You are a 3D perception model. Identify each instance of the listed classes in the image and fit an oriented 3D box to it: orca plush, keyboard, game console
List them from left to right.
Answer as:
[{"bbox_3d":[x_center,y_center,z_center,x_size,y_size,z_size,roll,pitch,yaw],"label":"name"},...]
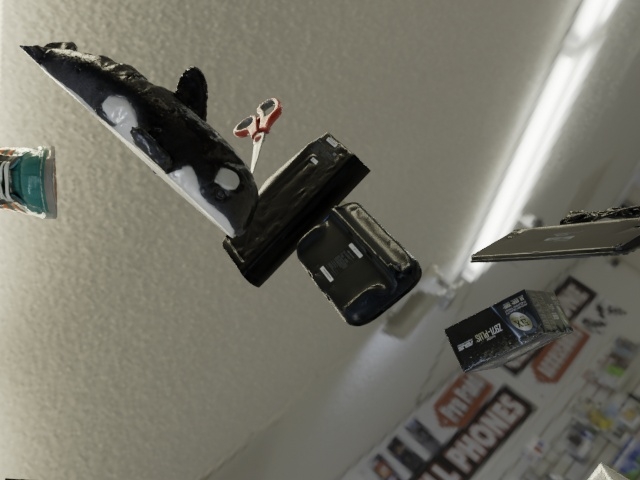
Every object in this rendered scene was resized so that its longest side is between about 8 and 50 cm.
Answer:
[{"bbox_3d":[-0.157,-0.131,0.950,0.102,0.287,0.151,-48,-24,-7],"label":"orca plush"},{"bbox_3d":[0.000,0.000,1.175,0.213,0.361,0.044,-46,-57,4],"label":"game console"},{"bbox_3d":[0.389,-0.006,1.430,0.201,0.033,0.317,-27,11,-29],"label":"keyboard"}]

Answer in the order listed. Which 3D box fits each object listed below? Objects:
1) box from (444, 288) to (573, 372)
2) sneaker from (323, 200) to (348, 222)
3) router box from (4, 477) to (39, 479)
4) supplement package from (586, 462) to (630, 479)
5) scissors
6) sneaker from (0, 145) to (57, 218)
[{"bbox_3d":[0.304,0.144,1.519,0.147,0.077,0.180,-30,-17,22],"label":"box"},{"bbox_3d":[0.018,-0.035,1.823,0.152,0.085,0.058,55,-135,-60],"label":"sneaker"},{"bbox_3d":[-0.343,0.350,1.143,0.122,0.092,0.038,-94,16,-44],"label":"router box"},{"bbox_3d":[0.333,0.423,1.051,0.262,0.204,0.145,-56,11,9],"label":"supplement package"},{"bbox_3d":[-0.103,-0.196,1.721,0.109,0.021,0.297,-34,23,4],"label":"scissors"},{"bbox_3d":[-0.454,-0.085,1.384,0.121,0.302,0.108,-3,-85,-24],"label":"sneaker"}]
